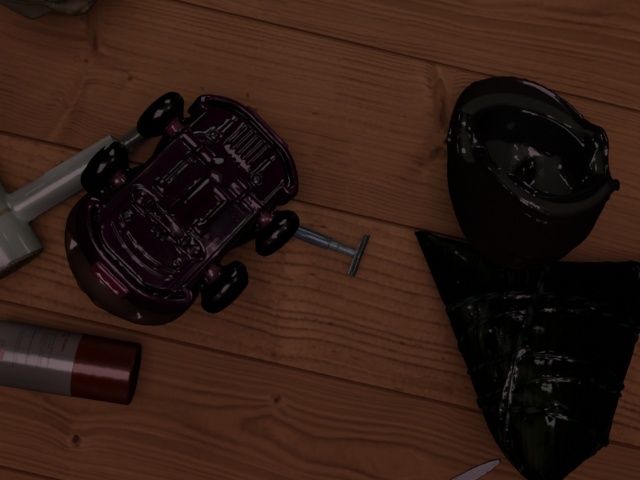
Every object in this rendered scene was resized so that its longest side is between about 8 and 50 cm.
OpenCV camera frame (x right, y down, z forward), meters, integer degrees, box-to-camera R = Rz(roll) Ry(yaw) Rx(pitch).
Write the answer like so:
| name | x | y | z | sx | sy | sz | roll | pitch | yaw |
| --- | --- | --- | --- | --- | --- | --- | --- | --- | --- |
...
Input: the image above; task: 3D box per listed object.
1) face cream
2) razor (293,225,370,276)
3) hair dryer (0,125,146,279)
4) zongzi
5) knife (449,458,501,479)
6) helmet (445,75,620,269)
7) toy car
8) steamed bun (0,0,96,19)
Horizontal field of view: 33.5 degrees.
| name | x | y | z | sx | sy | sz | roll | pitch | yaw |
| --- | --- | --- | --- | --- | --- | --- | --- | --- | --- |
| face cream | -0.380 | 0.181 | 1.570 | 0.214 | 0.096 | 0.095 | 10 | 93 | -1 |
| razor | 0.000 | 0.000 | 1.597 | 0.135 | 0.040 | 0.068 | 21 | 92 | 3 |
| hair dryer | -0.388 | -0.095 | 1.568 | 0.357 | 0.107 | 0.173 | -32 | 94 | -8 |
| zongzi | 0.273 | 0.144 | 1.530 | 0.362 | 0.319 | 0.383 | 18 | 75 | 8 |
| knife | 0.202 | 0.376 | 1.631 | 0.170 | 0.010 | 0.023 | -28 | 93 | -1 |
| helmet | 0.283 | -0.083 | 1.508 | 0.225 | 0.305 | 0.177 | 7 | 128 | -7 |
| toy car | -0.206 | -0.031 | 1.514 | 0.271 | 0.240 | 0.340 | 47 | 64 | -5 |
| steamed bun | -0.406 | -0.407 | 1.455 | 0.268 | 0.280 | 0.207 | 33 | 120 | -12 |
